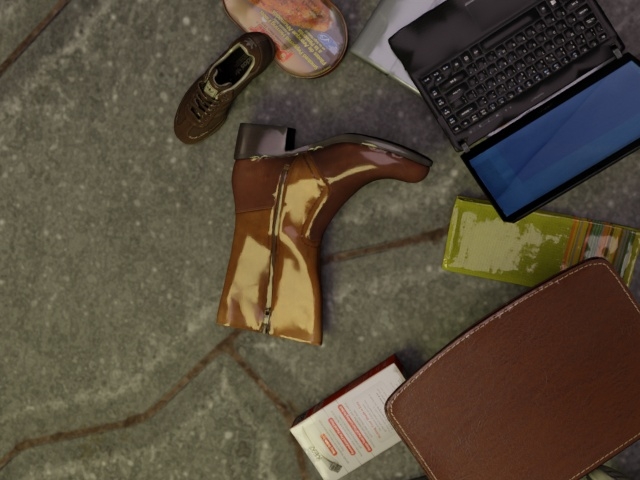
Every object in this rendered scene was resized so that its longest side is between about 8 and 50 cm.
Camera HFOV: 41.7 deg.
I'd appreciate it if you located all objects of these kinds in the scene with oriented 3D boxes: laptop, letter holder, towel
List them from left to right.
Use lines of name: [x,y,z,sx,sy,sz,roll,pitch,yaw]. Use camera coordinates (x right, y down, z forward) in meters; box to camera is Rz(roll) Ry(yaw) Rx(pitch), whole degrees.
letter holder: [0.236,0.167,0.996,0.302,0.152,0.214,-35,96,1]
laptop: [0.238,-0.191,0.954,0.234,0.136,0.264,-31,90,9]
towel: [0.281,0.013,1.075,0.237,0.021,0.102,11,95,7]

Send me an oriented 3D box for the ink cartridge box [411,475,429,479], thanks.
ink cartridge box: [0.133,0.511,1.120,0.175,0.069,0.371,-18,94,9]

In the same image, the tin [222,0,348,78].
tin: [-0.046,-0.291,1.089,0.106,0.040,0.190,-44,88,5]

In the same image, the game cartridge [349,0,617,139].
game cartridge: [0.211,-0.241,1.049,0.297,0.062,0.198,33,103,4]

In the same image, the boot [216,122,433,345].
boot: [0.000,0.000,1.077,0.264,0.096,0.280,6,96,7]

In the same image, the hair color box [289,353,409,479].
hair color box: [0.054,0.236,1.110,0.167,0.053,0.093,-34,91,8]

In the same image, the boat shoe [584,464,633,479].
boat shoe: [0.479,0.481,1.007,0.156,0.187,0.500,-42,93,3]

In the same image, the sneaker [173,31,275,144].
sneaker: [-0.138,-0.196,1.077,0.066,0.071,0.188,46,113,4]
